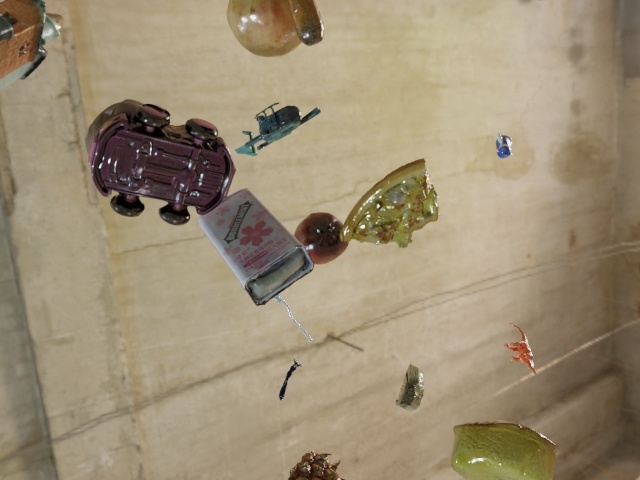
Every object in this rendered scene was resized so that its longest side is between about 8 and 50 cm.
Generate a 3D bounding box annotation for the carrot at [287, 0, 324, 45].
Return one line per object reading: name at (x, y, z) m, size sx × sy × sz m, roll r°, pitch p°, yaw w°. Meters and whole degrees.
carrot at (-0.040, -0.499, 1.274) m, size 0.060 × 0.186 × 0.060 m, roll -18°, pitch -172°, yaw 3°

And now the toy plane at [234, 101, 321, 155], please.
toy plane at (-0.112, -0.247, 1.372) m, size 0.235 × 0.060 × 0.096 m, roll -24°, pitch 167°, yaw 34°

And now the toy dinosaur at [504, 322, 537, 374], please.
toy dinosaur at (0.691, 0.372, 2.115) m, size 0.102 × 0.055 × 0.279 m, roll 13°, pitch -146°, yaw -16°

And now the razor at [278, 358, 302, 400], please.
razor at (-0.115, 0.498, 2.169) m, size 0.028 × 0.044 × 0.154 m, roll -9°, pitch -133°, yaw 47°

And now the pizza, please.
pizza at (0.210, -0.070, 1.649) m, size 0.223 × 0.323 × 0.089 m, roll 32°, pitch -150°, yaw -30°

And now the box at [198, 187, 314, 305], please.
box at (-0.182, 0.006, 1.649) m, size 0.190 × 0.112 × 0.370 m, roll -36°, pitch -140°, yaw -10°

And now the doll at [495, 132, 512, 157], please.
doll at (0.647, -0.329, 2.146) m, size 0.058 × 0.098 × 0.142 m, roll -28°, pitch -157°, yaw 27°

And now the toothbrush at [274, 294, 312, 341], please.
toothbrush at (-0.068, 0.207, 1.613) m, size 0.017 × 0.162 × 0.014 m, roll -35°, pitch -166°, yaw 11°

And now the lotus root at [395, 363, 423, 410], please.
lotus root at (0.291, 0.478, 1.922) m, size 0.070 × 0.142 × 0.144 m, roll 19°, pitch -174°, yaw 6°

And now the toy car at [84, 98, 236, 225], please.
toy car at (-0.392, -0.209, 1.482) m, size 0.341 × 0.271 × 0.240 m, roll 13°, pitch -154°, yaw -26°

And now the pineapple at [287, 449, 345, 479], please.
pineapple at (0.070, 0.711, 1.618) m, size 0.272 × 0.262 × 0.263 m, roll 3°, pitch -165°, yaw 30°

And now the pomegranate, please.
pomegranate at (-0.121, -0.518, 1.419) m, size 0.192 × 0.191 × 0.191 m, roll -4°, pitch -167°, yaw 1°

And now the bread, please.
bread at (0.474, 0.559, 1.585) m, size 0.270 × 0.269 × 0.147 m, roll 2°, pitch -125°, yaw 27°

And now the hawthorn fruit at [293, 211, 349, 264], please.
hawthorn fruit at (0.000, 0.000, 1.887) m, size 0.169 × 0.168 × 0.188 m, roll -7°, pitch 163°, yaw -12°

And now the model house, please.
model house at (-0.654, -0.419, 1.239) m, size 0.253 × 0.184 × 0.291 m, roll -44°, pitch -176°, yaw 44°
